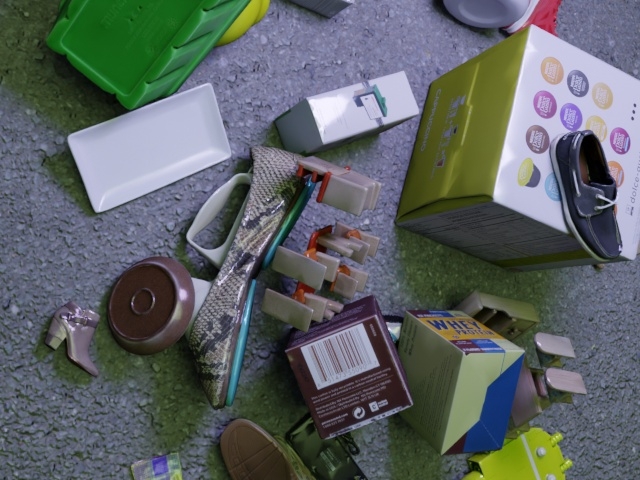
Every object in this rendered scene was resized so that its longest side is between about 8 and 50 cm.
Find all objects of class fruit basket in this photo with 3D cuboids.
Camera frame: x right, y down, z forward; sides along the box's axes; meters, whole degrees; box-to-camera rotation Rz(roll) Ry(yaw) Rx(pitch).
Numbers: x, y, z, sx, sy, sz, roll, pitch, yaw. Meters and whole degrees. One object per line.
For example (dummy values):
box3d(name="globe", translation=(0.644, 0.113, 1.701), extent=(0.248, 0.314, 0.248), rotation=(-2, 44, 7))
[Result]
box3d(name="fruit basket", translation=(-0.231, -0.424, 1.251), extent=(0.283, 0.392, 0.392), rotation=(39, 70, -17))

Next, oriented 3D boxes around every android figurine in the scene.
box3d(name="android figurine", translation=(0.410, 0.493, 1.564), extent=(0.273, 0.056, 0.248), rotation=(-21, 93, -23))

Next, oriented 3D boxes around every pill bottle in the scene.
box3d(name="pill bottle", translation=(0.377, -0.632, 1.602), extent=(0.181, 0.181, 0.323), rotation=(19, 77, -22))

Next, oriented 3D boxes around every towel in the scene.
box3d(name="towel", translation=(-0.277, 0.398, 1.281), extent=(0.083, 0.009, 0.060), rotation=(-8, 87, -25))

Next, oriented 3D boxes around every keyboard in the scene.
box3d(name="keyboard", translation=(0.023, 0.401, 1.414), extent=(0.108, 0.023, 0.180), rotation=(-38, 101, -17))

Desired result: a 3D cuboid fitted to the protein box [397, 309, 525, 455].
box3d(name="protein box", translation=(0.246, 0.257, 1.402), extent=(0.136, 0.201, 0.200), rotation=(3, 105, -25))

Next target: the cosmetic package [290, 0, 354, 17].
box3d(name="cosmetic package", translation=(-0.050, -0.535, 1.440), extent=(0.238, 0.107, 0.127), rotation=(15, 81, -26))

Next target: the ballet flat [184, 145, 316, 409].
box3d(name="ballet flat", translation=(-0.157, 0.044, 1.316), extent=(0.182, 0.164, 0.483), rotation=(20, 69, 1))

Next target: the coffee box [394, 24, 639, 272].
box3d(name="coffee box", translation=(0.397, -0.153, 1.471), extent=(0.334, 0.338, 0.338), rotation=(20, 77, -20))

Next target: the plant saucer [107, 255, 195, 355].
box3d(name="plant saucer", translation=(-0.286, 0.103, 1.238), extent=(0.168, 0.029, 0.168), rotation=(-6, 70, 18))

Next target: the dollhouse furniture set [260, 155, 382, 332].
box3d(name="dollhouse furniture set", translation=(0.000, 0.000, 1.299), extent=(0.135, 0.262, 0.259), rotation=(23, 109, 18))

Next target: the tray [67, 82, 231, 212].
box3d(name="tray", translation=(-0.292, -0.164, 1.307), extent=(0.270, 0.030, 0.145), rotation=(-27, 121, -25))

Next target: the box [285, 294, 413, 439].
box3d(name="box", translation=(0.050, 0.214, 1.318), extent=(0.168, 0.203, 0.167), rotation=(-23, 94, 5))

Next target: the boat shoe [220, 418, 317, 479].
box3d(name="boat shoe", translation=(-0.073, 0.426, 1.341), extent=(0.104, 0.089, 0.285), rotation=(-37, 98, 3))

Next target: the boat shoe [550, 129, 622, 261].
box3d(name="boat shoe", translation=(0.459, -0.073, 1.265), extent=(0.084, 0.079, 0.233), rotation=(-23, 97, -25))

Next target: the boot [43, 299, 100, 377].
box3d(name="boot", translation=(-0.392, 0.159, 1.241), extent=(0.118, 0.042, 0.087), rotation=(43, 61, -22))

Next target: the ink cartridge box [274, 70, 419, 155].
box3d(name="ink cartridge box", translation=(0.049, -0.233, 1.420), extent=(0.219, 0.160, 0.093), rotation=(-21, 93, -26))

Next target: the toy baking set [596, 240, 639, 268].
box3d(name="toy baking set", translation=(0.659, -0.036, 1.748), extent=(0.197, 0.030, 0.256), rotation=(-43, 102, -22))

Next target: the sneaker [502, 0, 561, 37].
box3d(name="sneaker", translation=(0.514, -0.515, 1.719), extent=(0.221, 0.087, 0.128), rotation=(-47, 112, -9))

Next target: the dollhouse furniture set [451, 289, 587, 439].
box3d(name="dollhouse furniture set", translation=(0.361, 0.239, 1.483), extent=(0.161, 0.212, 0.242), rotation=(13, 49, -24))

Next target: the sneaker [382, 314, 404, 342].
box3d(name="sneaker", translation=(0.115, 0.188, 1.468), extent=(0.161, 0.057, 0.075), rotation=(2, 100, -26))
